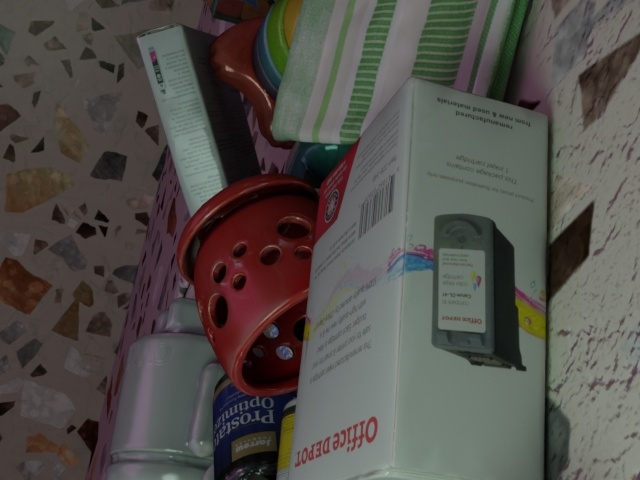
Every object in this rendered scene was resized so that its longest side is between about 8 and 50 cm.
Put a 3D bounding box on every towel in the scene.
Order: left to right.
[{"bbox_3d":[0.073,-0.214,1.015,0.324,0.038,0.248,10,86,52],"label":"towel"}]

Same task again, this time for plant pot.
[{"bbox_3d":[-0.042,0.036,1.059,0.174,0.191,0.191,58,140,29],"label":"plant pot"}]

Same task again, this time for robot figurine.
[{"bbox_3d":[-0.196,0.266,1.483,0.300,0.199,0.354,134,145,-62],"label":"robot figurine"}]

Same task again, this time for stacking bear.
[{"bbox_3d":[0.015,-0.249,1.254,0.164,0.175,0.289,-44,12,-29],"label":"stacking bear"}]

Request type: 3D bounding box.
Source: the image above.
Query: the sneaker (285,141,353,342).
[{"bbox_3d":[0.000,0.000,1.209,0.121,0.108,0.302,-95,16,-46],"label":"sneaker"}]

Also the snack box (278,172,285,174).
[{"bbox_3d":[-0.055,-0.032,1.473,0.178,0.022,0.064,-89,-5,-63],"label":"snack box"}]

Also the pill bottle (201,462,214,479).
[{"bbox_3d":[-0.116,0.377,1.274,0.119,0.119,0.209,-101,28,-55],"label":"pill bottle"}]

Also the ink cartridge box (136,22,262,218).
[{"bbox_3d":[-0.140,-0.120,1.406,0.324,0.071,0.330,-60,-44,-82],"label":"ink cartridge box"}]

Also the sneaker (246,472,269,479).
[{"bbox_3d":[-0.037,0.345,1.022,0.083,0.222,0.118,-6,30,39],"label":"sneaker"}]

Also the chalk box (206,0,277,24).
[{"bbox_3d":[-0.074,-0.431,1.647,0.289,0.180,0.179,-110,36,-64],"label":"chalk box"}]

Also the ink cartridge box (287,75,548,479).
[{"bbox_3d":[0.076,0.059,0.838,0.226,0.131,0.306,137,141,-62],"label":"ink cartridge box"}]

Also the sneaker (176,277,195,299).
[{"bbox_3d":[-0.236,0.176,1.888,0.118,0.110,0.292,-118,42,-54],"label":"sneaker"}]

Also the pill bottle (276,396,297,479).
[{"bbox_3d":[0.007,0.246,0.978,0.103,0.103,0.184,131,148,-59],"label":"pill bottle"}]

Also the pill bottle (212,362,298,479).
[{"bbox_3d":[-0.061,0.252,1.174,0.219,0.122,0.123,-99,27,-52],"label":"pill bottle"}]

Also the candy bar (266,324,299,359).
[{"bbox_3d":[-0.019,0.149,1.187,0.161,0.018,0.040,54,141,26],"label":"candy bar"}]
